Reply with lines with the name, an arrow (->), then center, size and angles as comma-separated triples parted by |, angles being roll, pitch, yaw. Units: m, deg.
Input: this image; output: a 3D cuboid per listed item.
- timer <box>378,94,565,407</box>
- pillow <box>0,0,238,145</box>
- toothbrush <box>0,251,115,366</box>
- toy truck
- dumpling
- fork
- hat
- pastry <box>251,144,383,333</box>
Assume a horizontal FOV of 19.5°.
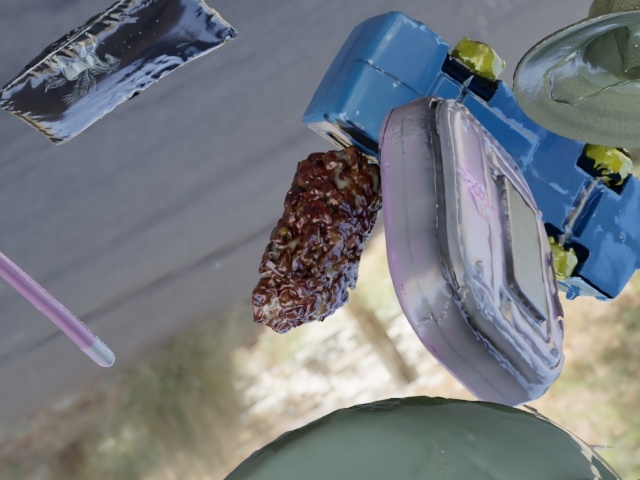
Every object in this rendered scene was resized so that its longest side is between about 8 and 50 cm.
timer -> 0.110, 0.006, 1.323 | 0.069, 0.208, 0.191 | -22, 141, 22
pillow -> -0.189, -0.164, 1.693 | 0.208, 0.055, 0.141 | -32, 152, 9
toothbrush -> -0.248, 0.015, 1.432 | 0.020, 0.286, 0.025 | 7, -120, 45
toy truck -> 0.176, -0.085, 1.949 | 0.161, 0.385, 0.162 | -61, -160, -9
dumpling -> 0.061, 0.181, 1.016 | 0.270, 0.321, 0.211 | -52, 154, -57
fork -> 0.177, 0.139, 1.424 | 0.016, 0.115, 0.012 | 32, 86, -51
hat -> 0.304, -0.190, 1.735 | 0.252, 0.110, 0.252 | 2, 154, 1
pastry -> -0.001, -0.001, 1.892 | 0.208, 0.097, 0.115 | -67, 149, -31
